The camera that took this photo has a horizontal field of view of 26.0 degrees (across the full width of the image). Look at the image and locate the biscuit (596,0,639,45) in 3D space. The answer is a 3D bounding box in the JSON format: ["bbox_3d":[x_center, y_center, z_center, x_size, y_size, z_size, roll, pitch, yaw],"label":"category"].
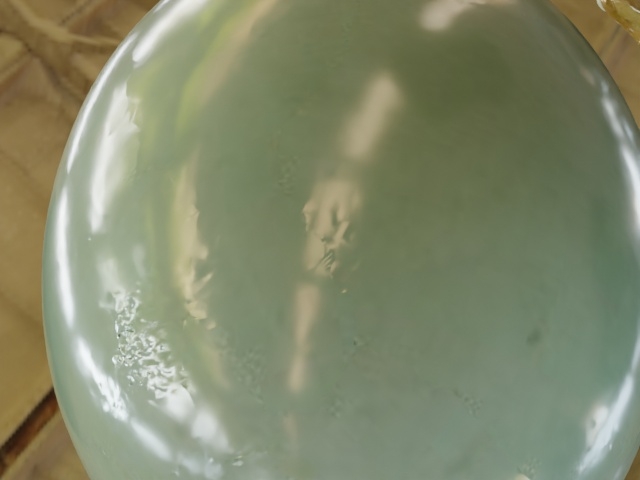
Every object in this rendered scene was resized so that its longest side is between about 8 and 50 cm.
[{"bbox_3d":[0.283,-0.107,1.001,0.158,0.035,0.240,-24,-95,-44],"label":"biscuit"}]

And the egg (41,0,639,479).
[{"bbox_3d":[0.015,0.005,0.633,0.276,0.276,0.389,12,-143,-11],"label":"egg"}]
